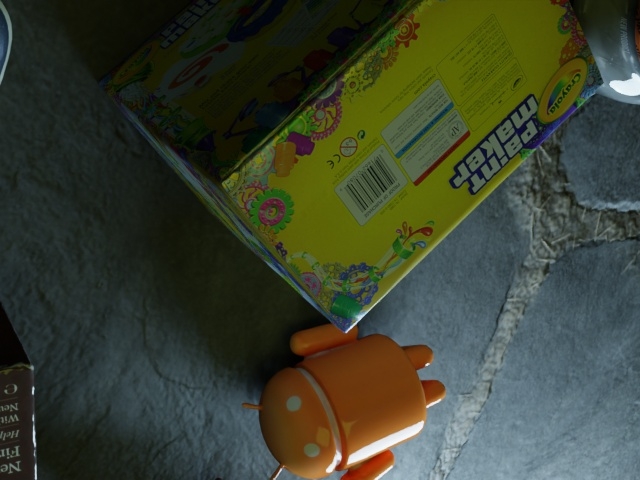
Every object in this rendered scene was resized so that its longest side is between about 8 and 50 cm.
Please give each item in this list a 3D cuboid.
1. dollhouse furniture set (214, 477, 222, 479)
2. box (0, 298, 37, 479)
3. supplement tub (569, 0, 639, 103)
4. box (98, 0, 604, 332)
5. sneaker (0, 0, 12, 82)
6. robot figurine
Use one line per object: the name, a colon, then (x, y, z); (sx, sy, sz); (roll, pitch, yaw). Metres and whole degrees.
dollhouse furniture set: (-0.164, 0.460, 1.078); (0.374, 0.152, 0.201); (-40, 129, 13)
box: (-0.335, 0.162, 0.791); (0.168, 0.167, 0.203); (-8, 116, -28)
supplement tub: (0.244, -0.238, 0.862); (0.193, 0.316, 0.194); (-13, 118, -26)
box: (0.014, -0.131, 0.796); (0.290, 0.279, 0.177); (-43, 127, -6)
sneaker: (-0.344, -0.043, 0.701); (0.350, 0.148, 0.131); (-51, 128, -1)
robot figurine: (0.028, 0.182, 1.047); (0.219, 0.128, 0.158); (-18, 128, -23)
